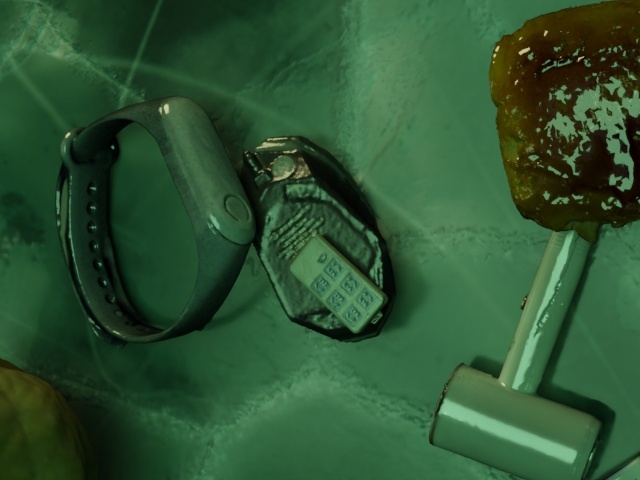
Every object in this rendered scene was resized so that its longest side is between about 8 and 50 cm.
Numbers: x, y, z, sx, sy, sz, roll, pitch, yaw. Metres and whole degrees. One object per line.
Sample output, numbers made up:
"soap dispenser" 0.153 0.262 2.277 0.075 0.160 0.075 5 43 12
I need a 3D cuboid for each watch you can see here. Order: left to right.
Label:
"watch" -0.150 -0.018 1.501 0.193 0.068 0.206 -38 71 33

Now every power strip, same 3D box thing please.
"power strip" 0.014 0.035 1.431 0.090 0.016 0.040 43 104 13

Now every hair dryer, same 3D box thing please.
"hair dryer" 0.189 0.077 1.428 0.131 0.073 0.236 19 89 14

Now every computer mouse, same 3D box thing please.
"computer mouse" 0.000 0.000 1.478 0.106 0.062 0.192 -37 77 17

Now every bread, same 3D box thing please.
"bread" 0.322 -0.118 1.332 0.380 0.109 0.185 -15 74 14

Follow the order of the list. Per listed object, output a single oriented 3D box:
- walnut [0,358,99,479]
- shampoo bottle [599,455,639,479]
"walnut" -0.327 0.228 1.486 0.253 0.282 0.277 1 99 -22
"shampoo bottle" 0.258 0.233 1.412 0.072 0.043 0.099 -34 82 7
